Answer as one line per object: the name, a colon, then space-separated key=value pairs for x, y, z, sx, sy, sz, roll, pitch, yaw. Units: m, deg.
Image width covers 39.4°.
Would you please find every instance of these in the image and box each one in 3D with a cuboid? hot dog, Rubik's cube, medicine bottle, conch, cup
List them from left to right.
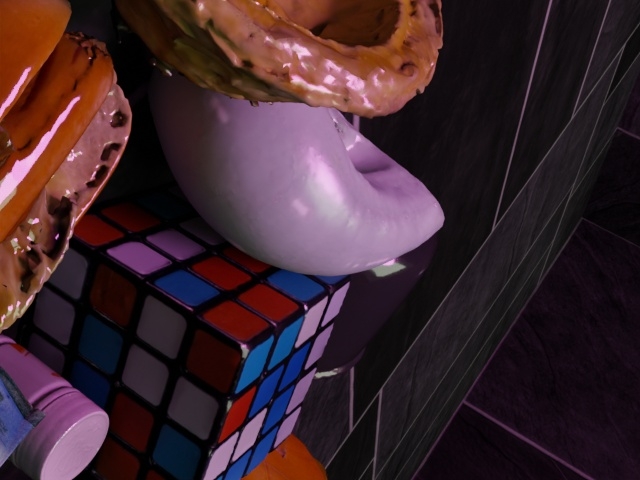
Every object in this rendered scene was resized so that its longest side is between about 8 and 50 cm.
hot dog: x=-0.199 y=0.035 z=0.376 sx=0.337 sy=0.100 sz=0.135 roll=-54 pitch=161 yaw=-18
medicine bottle: x=-0.179 y=0.102 z=0.542 sx=0.057 sy=0.089 sz=0.057 roll=-48 pitch=157 yaw=-28
Rubik's cube: x=-0.095 y=0.070 z=0.608 sx=0.151 sy=0.155 sz=0.154 roll=-29 pitch=145 yaw=-60
conch: x=-0.018 y=-0.058 z=0.577 sx=0.121 sy=0.221 sz=0.185 roll=-30 pitch=-142 yaw=26
cup: x=0.000 y=0.000 z=0.771 sx=0.223 sy=0.169 sz=0.177 roll=-87 pitch=-164 yaw=-56

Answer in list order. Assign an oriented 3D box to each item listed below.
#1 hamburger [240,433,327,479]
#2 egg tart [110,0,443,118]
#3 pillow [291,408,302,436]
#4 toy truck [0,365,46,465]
hamburger: x=-0.065 y=0.202 z=0.693 sx=0.093 sy=0.164 sz=0.189 roll=-49 pitch=-177 yaw=22
egg tart: x=-0.032 y=-0.143 z=0.437 sx=0.090 sy=0.213 sz=0.212 roll=-34 pitch=-176 yaw=45
pillow: x=-0.103 y=0.202 z=0.856 sx=0.186 sy=0.106 sz=0.250 roll=-51 pitch=158 yaw=-9
toy truck: x=-0.167 y=0.152 z=0.476 sx=0.067 sy=0.175 sz=0.081 roll=-22 pitch=-168 yaw=15
